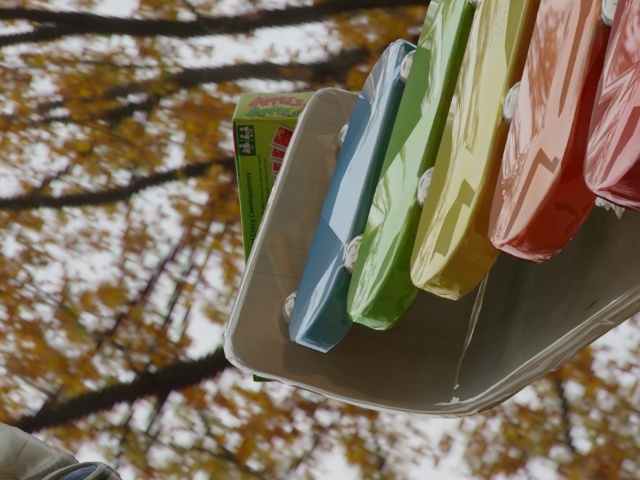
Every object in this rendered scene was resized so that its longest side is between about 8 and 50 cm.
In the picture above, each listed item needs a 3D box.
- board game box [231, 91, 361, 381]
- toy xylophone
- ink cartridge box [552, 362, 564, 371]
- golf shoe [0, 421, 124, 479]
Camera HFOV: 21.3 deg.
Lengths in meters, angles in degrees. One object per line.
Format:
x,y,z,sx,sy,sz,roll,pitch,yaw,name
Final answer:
0.000,0.000,1.044,0.092,0.043,0.181,0,-62,6,board game box
0.065,-0.026,0.449,0.081,0.322,0.236,24,-129,-12,toy xylophone
0.133,-0.066,0.703,0.218,0.092,0.158,-48,-13,-6,ink cartridge box
-0.135,0.102,0.480,0.176,0.086,0.069,-31,-32,-56,golf shoe
